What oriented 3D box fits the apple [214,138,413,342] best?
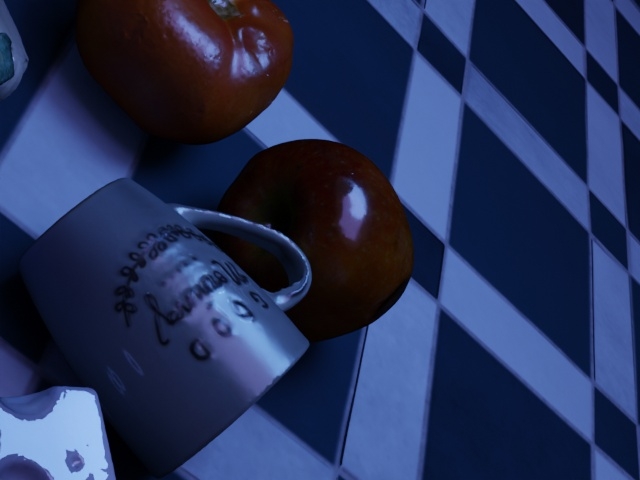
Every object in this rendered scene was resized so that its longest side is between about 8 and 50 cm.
[{"bbox_3d":[0.000,0.000,1.260,0.230,0.230,0.230,32,42,-34],"label":"apple"}]

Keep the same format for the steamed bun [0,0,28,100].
[{"bbox_3d":[-0.349,-0.207,1.045,0.183,0.106,0.183,156,-90,-86],"label":"steamed bun"}]

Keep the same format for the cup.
[{"bbox_3d":[-0.129,0.051,1.062,0.234,0.186,0.258,51,54,0],"label":"cup"}]

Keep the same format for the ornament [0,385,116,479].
[{"bbox_3d":[-0.277,0.237,0.689,0.240,0.239,0.240,12,55,-48],"label":"ornament"}]

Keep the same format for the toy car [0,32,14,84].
[{"bbox_3d":[-0.354,-0.091,0.833,0.321,0.141,0.097,-58,144,-62],"label":"toy car"}]

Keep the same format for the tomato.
[{"bbox_3d":[-0.156,-0.226,1.265,0.260,0.180,0.260,34,38,-32],"label":"tomato"}]
